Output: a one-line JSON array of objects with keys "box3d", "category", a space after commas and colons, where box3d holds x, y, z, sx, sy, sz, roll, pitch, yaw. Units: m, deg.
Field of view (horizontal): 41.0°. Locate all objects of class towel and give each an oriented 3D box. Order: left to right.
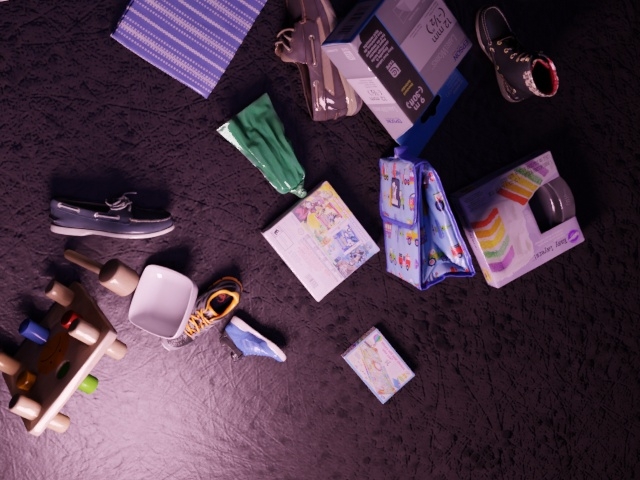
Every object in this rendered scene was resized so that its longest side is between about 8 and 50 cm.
[{"box3d": [-0.255, -0.505, 1.797, 0.243, 0.040, 0.336, 31, 91, -18], "category": "towel"}]

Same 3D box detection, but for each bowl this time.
[{"box3d": [-0.327, 0.132, 1.827, 0.142, 0.053, 0.141, 19, 89, 28], "category": "bowl"}]

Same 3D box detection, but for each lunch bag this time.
[{"box3d": [0.213, -0.065, 1.872, 0.138, 0.221, 0.293, -15, 101, -11], "category": "lunch bag"}]

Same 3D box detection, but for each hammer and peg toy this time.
[{"box3d": [-0.498, 0.186, 1.728, 0.127, 0.266, 0.361, 39, 86, -38], "category": "hammer and peg toy"}]

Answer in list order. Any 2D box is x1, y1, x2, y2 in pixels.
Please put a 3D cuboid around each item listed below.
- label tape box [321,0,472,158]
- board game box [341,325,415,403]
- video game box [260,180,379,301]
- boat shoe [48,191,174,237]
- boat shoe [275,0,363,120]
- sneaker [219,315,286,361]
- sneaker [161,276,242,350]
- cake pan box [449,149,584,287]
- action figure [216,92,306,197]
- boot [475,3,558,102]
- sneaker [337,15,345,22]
[{"box3d": [0.198, -0.374, 1.816, 0.347, 0.115, 0.249, 46, 70, -28], "category": "label tape box"}, {"box3d": [0.135, 0.292, 2.003, 0.103, 0.026, 0.154, -40, 105, -6], "category": "board game box"}, {"box3d": [0.000, 0.000, 1.919, 0.187, 0.048, 0.205, -39, 105, -4], "category": "video game box"}, {"box3d": [-0.433, -0.056, 1.784, 0.255, 0.095, 0.079, 3, 108, -5], "category": "boat shoe"}, {"box3d": [-0.026, -0.417, 1.812, 0.130, 0.132, 0.355, -25, 102, -10], "category": "boat shoe"}, {"box3d": [-0.155, 0.244, 1.907, 0.152, 0.058, 0.084, 37, 82, -11], "category": "sneaker"}, {"box3d": [-0.259, 0.161, 1.860, 0.215, 0.083, 0.084, -42, 107, -4], "category": "sneaker"}, {"box3d": [0.470, -0.054, 2.019, 0.267, 0.070, 0.245, -26, 105, -10], "category": "cake pan box"}, {"box3d": [-0.104, -0.186, 1.859, 0.137, 0.063, 0.232, -38, 101, -8], "category": "action figure"}, {"box3d": [0.439, -0.420, 1.900, 0.085, 0.178, 0.236, -26, 104, -9], "category": "boot"}, {"box3d": [0.116, -0.451, 1.886, 0.188, 0.066, 0.071, 30, 73, -21], "category": "sneaker"}]
